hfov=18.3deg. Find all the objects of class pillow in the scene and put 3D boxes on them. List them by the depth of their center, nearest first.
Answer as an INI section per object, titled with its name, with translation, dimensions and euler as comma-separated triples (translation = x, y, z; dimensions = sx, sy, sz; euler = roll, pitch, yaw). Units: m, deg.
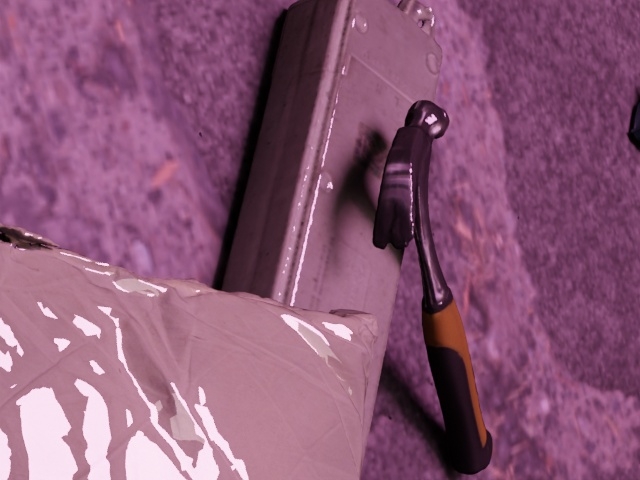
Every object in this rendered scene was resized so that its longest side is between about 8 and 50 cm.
[pillow]
translation = -0.094, 0.131, 0.702
dimensions = 0.280, 0.076, 0.274
euler = 16, 66, -38

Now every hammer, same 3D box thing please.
[hammer]
translation = 0.056, 0.036, 0.951
dimensions = 0.078, 0.021, 0.201
euler = -64, 148, -48

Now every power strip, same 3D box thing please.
[power strip]
translation = 0.000, 0.000, 0.931
dimensions = 0.078, 0.052, 0.272
euler = 34, 58, -38

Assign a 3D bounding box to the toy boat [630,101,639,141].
[toy boat]
translation = 0.250, -0.052, 1.216
dimensions = 0.141, 0.055, 0.060
euler = 27, 53, -41
